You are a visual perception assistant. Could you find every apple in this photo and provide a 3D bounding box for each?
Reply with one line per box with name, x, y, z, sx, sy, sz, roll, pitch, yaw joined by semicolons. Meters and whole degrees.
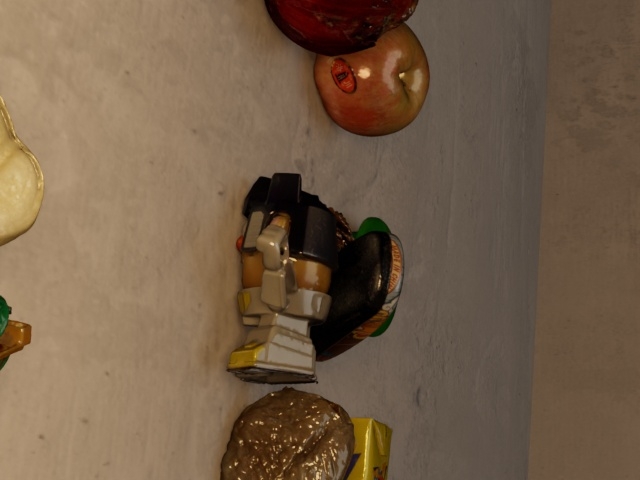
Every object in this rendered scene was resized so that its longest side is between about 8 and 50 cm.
apple;0.078;-0.271;1.874;0.209;0.164;0.209;-21;115;-56

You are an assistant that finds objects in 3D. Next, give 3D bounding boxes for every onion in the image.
onion;0.029;-0.396;1.656;0.276;0.276;0.276;0;90;-69

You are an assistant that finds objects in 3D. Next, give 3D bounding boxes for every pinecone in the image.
pinecone;0.004;0.001;1.769;0.102;0.102;0.109;64;33;-48

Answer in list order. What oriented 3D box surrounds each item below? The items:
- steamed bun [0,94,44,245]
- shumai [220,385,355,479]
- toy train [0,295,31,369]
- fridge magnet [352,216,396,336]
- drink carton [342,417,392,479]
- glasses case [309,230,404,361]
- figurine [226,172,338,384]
steamed bun;-0.328;-0.066;0.913;0.212;0.110;0.231;50;45;-33
shumai;-0.039;0.317;1.599;0.206;0.166;0.175;-53;156;-16
toy train;-0.328;0.111;0.949;0.228;0.091;0.136;-29;127;-67
fridge magnet;0.086;0.063;1.991;0.208;0.088;0.208;0;90;-70
drink carton;0.006;0.437;1.702;0.111;0.155;0.351;44;50;-62
glasses case;0.036;0.085;1.667;0.321;0.082;0.122;136;-40;-60
figurine;-0.049;0.054;1.576;0.308;0.143;0.308;-168;-90;-78
